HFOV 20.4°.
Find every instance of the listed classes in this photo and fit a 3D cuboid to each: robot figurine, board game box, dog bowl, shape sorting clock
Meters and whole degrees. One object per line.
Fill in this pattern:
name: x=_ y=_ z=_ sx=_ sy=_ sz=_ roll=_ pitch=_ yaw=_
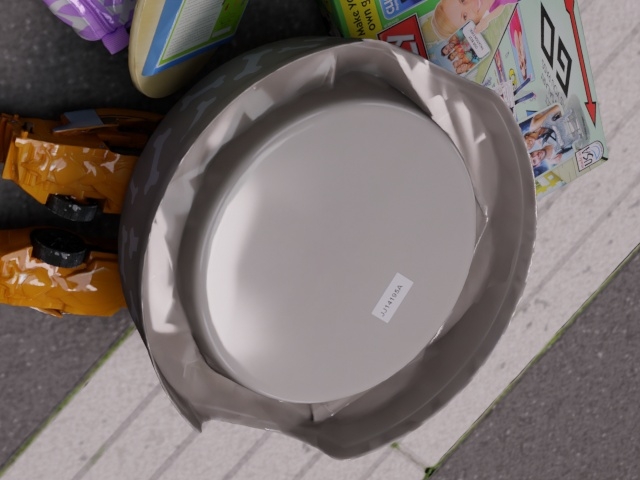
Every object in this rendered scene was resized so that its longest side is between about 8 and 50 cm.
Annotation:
robot figurine: x=-0.132 y=-0.016 z=1.426 sx=0.291 sy=0.085 sz=0.211 roll=6 pitch=115 yaw=-32
board game box: x=0.124 y=-0.152 z=1.521 sx=0.213 sy=0.046 sz=0.317 roll=-30 pitch=129 yaw=-13
dog bowl: x=0.000 y=0.000 z=1.392 sx=0.348 sy=0.102 sz=0.349 roll=-12 pitch=116 yaw=-26
shape sorting clock: x=-0.085 y=-0.200 z=1.309 sx=0.206 sy=0.040 sz=0.206 roll=-56 pitch=168 yaw=-18

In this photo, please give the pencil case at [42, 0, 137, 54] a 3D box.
pencil case: x=-0.201 y=-0.226 z=1.255 sx=0.086 sy=0.088 sz=0.206 roll=-33 pitch=134 yaw=18
